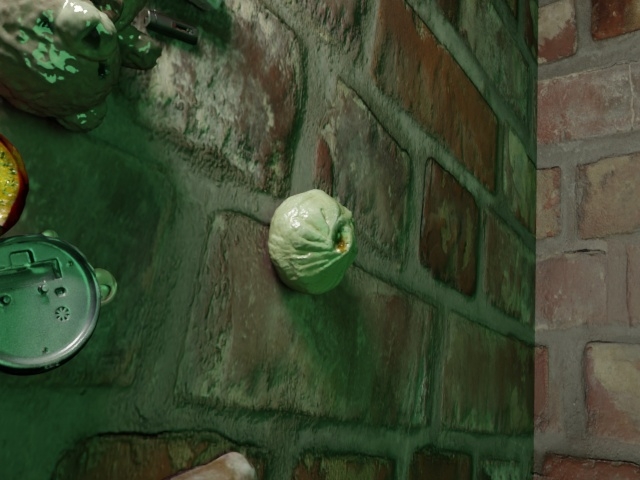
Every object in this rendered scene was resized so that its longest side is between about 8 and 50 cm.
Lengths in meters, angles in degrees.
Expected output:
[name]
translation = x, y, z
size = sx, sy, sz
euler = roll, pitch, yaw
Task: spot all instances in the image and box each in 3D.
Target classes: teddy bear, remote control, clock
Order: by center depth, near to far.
[clock]
translation = -0.322, 0.067, 0.589
size = 0.229, 0.063, 0.155
euler = -9, 93, -53
[teddy bear]
translation = -0.286, -0.272, 0.612
size = 0.236, 0.151, 0.267
euler = 42, 49, -48
[remote control]
translation = -0.221, -0.322, 0.807
size = 0.091, 0.016, 0.034
euler = -1, 91, -51

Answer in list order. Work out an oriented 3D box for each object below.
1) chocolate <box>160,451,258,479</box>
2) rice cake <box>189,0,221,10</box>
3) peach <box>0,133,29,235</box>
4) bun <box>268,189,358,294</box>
[chocolate]
translation = -0.179, 0.413, 0.706
size = 0.303, 0.100, 0.185
euler = -4, 86, -55
[rice cake]
translation = -0.231, -0.423, 0.787
size = 0.226, 0.040, 0.085
euler = 19, 70, -49
[peach]
translation = -0.376, -0.053, 0.511
size = 0.172, 0.092, 0.127
euler = -3, 76, -46
[bun]
translation = 0.000, 0.000, 0.968
size = 0.195, 0.118, 0.195
euler = 16, 69, -52
